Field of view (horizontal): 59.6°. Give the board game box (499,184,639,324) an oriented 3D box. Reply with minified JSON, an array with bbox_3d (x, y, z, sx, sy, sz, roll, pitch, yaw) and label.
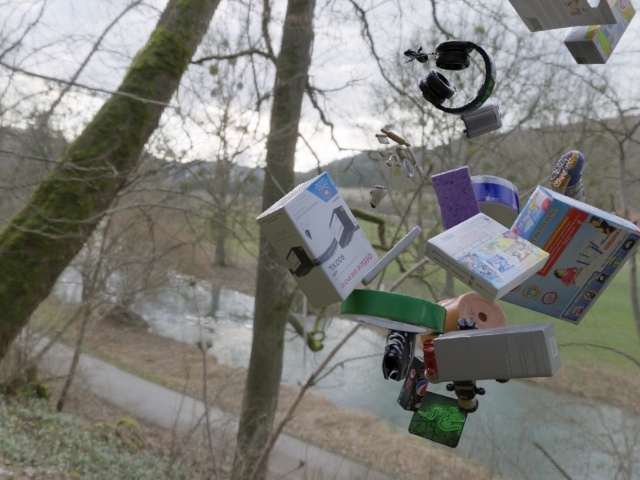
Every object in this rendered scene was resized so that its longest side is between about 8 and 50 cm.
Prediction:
[{"bbox_3d":[0.629,0.047,1.471,0.301,0.308,0.086,18,26,-16],"label":"board game box"}]

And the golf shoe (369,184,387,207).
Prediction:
[{"bbox_3d":[0.263,-0.199,2.528,0.067,0.086,0.186,6,-9,-2],"label":"golf shoe"}]

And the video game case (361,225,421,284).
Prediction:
[{"bbox_3d":[0.150,0.038,1.209,0.019,0.157,0.143,47,-4,8],"label":"video game case"}]

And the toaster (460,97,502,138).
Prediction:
[{"bbox_3d":[0.650,-0.496,2.255,0.146,0.129,0.227,-16,16,24],"label":"toaster"}]

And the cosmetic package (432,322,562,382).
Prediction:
[{"bbox_3d":[0.375,0.239,1.195,0.237,0.107,0.127,-15,-7,32],"label":"cosmetic package"}]

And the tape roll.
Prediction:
[{"bbox_3d":[0.219,0.221,1.702,0.320,0.077,0.321,11,-13,2],"label":"tape roll"}]

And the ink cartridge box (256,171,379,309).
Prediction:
[{"bbox_3d":[0.000,0.000,1.569,0.129,0.308,0.223,-21,16,43],"label":"ink cartridge box"}]

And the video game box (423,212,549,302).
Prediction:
[{"bbox_3d":[0.362,0.031,1.215,0.205,0.048,0.187,-24,46,-35],"label":"video game box"}]

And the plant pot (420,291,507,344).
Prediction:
[{"bbox_3d":[0.536,0.321,2.022,0.290,0.291,0.203,8,-35,-18],"label":"plant pot"}]

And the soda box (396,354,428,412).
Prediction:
[{"bbox_3d":[0.307,0.461,1.795,0.053,0.169,0.060,17,6,-22],"label":"soda box"}]

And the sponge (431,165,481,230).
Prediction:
[{"bbox_3d":[0.432,-0.117,1.748,0.117,0.210,0.031,-16,7,19],"label":"sponge"}]

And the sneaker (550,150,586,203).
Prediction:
[{"bbox_3d":[0.937,-0.196,2.096,0.130,0.297,0.112,8,34,-1],"label":"sneaker"}]

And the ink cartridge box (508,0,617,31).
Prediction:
[{"bbox_3d":[0.688,-0.706,1.605,0.261,0.066,0.296,10,-4,40],"label":"ink cartridge box"}]

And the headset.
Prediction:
[{"bbox_3d":[0.455,-0.599,1.993,0.185,0.244,0.394,0,33,-49],"label":"headset"}]

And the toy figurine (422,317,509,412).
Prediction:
[{"bbox_3d":[0.404,0.342,1.538,0.209,0.148,0.213,-29,34,-19],"label":"toy figurine"}]

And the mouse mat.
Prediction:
[{"bbox_3d":[0.383,0.577,1.816,0.189,0.153,0.007,3,-30,44],"label":"mouse mat"}]

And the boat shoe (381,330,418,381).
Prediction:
[{"bbox_3d":[0.322,0.409,2.271,0.127,0.341,0.158,-1,4,28],"label":"boat shoe"}]

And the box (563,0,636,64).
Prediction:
[{"bbox_3d":[0.871,-0.666,1.739,0.114,0.203,0.103,36,-6,-34],"label":"box"}]

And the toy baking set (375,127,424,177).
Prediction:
[{"bbox_3d":[0.326,-0.359,2.327,0.256,0.197,0.030,21,-35,-27],"label":"toy baking set"}]

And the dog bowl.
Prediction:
[{"bbox_3d":[0.553,-0.108,1.943,0.264,0.104,0.265,5,-28,3],"label":"dog bowl"}]
